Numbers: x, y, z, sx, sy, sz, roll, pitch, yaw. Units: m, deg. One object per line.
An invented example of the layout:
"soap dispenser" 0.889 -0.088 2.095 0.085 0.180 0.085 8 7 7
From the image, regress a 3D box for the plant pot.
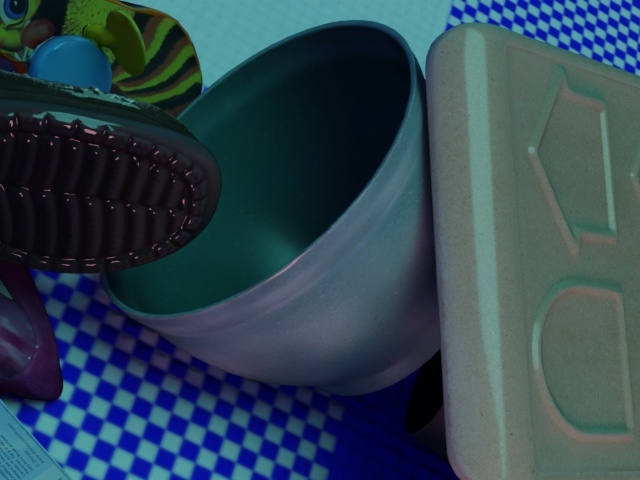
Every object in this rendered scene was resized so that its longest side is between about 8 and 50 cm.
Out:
"plant pot" 0.000 0.000 0.988 0.196 0.293 0.293 48 42 -33

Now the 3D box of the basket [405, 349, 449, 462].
"basket" 0.200 0.158 1.068 0.227 0.154 0.204 26 73 -8

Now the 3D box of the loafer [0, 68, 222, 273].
"loafer" -0.247 -0.076 0.857 0.366 0.134 0.130 9 37 -14

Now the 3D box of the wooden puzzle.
"wooden puzzle" 0.210 0.025 0.948 0.348 0.080 0.322 7 75 -38

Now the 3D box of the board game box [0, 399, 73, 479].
"board game box" -0.354 0.146 0.755 0.319 0.066 0.318 46 42 10

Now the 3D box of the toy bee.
"toy bee" -0.215 -0.176 1.000 0.195 0.162 0.298 17 17 25

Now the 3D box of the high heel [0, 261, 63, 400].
"high heel" -0.257 0.011 0.956 0.082 0.117 0.244 -33 54 -2
